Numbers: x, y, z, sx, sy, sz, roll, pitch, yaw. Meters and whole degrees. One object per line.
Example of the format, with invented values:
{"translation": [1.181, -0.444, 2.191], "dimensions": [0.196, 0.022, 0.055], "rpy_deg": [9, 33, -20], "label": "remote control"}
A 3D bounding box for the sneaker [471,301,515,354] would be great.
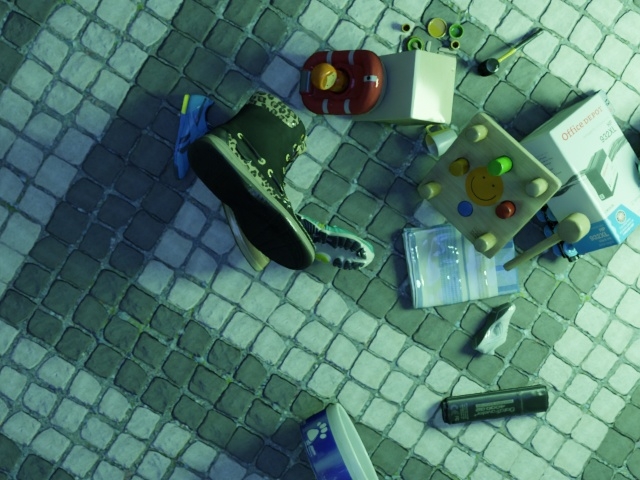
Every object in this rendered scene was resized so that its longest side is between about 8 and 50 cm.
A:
{"translation": [0.450, 0.224, 1.814], "dimensions": [0.061, 0.054, 0.152], "rpy_deg": [33, 99, -15], "label": "sneaker"}

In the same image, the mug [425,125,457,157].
{"translation": [0.298, -0.252, 1.756], "dimensions": [0.064, 0.062, 0.078], "rpy_deg": [-26, 103, -9], "label": "mug"}

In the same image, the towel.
{"translation": [0.354, 0.054, 1.799], "dimensions": [0.285, 0.034, 0.209], "rpy_deg": [-8, 96, -3], "label": "towel"}

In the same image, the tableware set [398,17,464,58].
{"translation": [0.271, -0.497, 1.750], "dimensions": [0.154, 0.024, 0.104], "rpy_deg": [11, 94, -4], "label": "tableware set"}

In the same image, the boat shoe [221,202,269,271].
{"translation": [-0.177, -0.095, 1.711], "dimensions": [0.110, 0.121, 0.341], "rpy_deg": [-19, 95, -1], "label": "boat shoe"}

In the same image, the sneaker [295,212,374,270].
{"translation": [0.000, 0.000, 1.740], "dimensions": [0.275, 0.110, 0.107], "rpy_deg": [23, 108, 14], "label": "sneaker"}

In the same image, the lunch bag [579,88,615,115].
{"translation": [0.685, -0.329, 1.774], "dimensions": [0.083, 0.053, 0.071], "rpy_deg": [-33, 97, -9], "label": "lunch bag"}

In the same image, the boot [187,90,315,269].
{"translation": [-0.104, -0.145, 1.637], "dimensions": [0.138, 0.284, 0.377], "rpy_deg": [-28, 111, 41], "label": "boot"}

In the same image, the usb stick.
{"translation": [0.449, 0.420, 1.830], "dimensions": [0.278, 0.045, 0.077], "rpy_deg": [-7, 102, -3], "label": "usb stick"}

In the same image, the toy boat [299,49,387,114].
{"translation": [0.035, -0.369, 1.645], "dimensions": [0.231, 0.151, 0.151], "rpy_deg": [7, 95, 33], "label": "toy boat"}

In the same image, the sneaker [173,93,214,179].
{"translation": [-0.304, -0.246, 1.718], "dimensions": [0.082, 0.069, 0.209], "rpy_deg": [11, 94, -8], "label": "sneaker"}

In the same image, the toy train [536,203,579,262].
{"translation": [0.618, -0.038, 1.786], "dimensions": [0.105, 0.080, 0.184], "rpy_deg": [-27, 94, -10], "label": "toy train"}

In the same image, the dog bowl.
{"translation": [0.053, 0.531, 1.707], "dimensions": [0.104, 0.265, 0.265], "rpy_deg": [-26, 96, 2], "label": "dog bowl"}

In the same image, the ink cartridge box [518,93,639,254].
{"translation": [0.638, -0.158, 1.701], "dimensions": [0.223, 0.129, 0.307], "rpy_deg": [-36, 95, -30], "label": "ink cartridge box"}

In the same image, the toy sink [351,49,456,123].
{"translation": [0.196, -0.353, 1.692], "dimensions": [0.131, 0.234, 0.153], "rpy_deg": [2, 94, -33], "label": "toy sink"}

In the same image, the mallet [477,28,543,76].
{"translation": [0.468, -0.464, 1.763], "dimensions": [0.189, 0.062, 0.039], "rpy_deg": [-36, 97, -14], "label": "mallet"}

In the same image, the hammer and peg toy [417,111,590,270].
{"translation": [0.417, -0.083, 1.655], "dimensions": [0.361, 0.127, 0.266], "rpy_deg": [47, 125, 14], "label": "hammer and peg toy"}

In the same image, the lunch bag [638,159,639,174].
{"translation": [0.881, -0.186, 1.713], "dimensions": [0.224, 0.108, 0.279], "rpy_deg": [40, 52, -5], "label": "lunch bag"}
